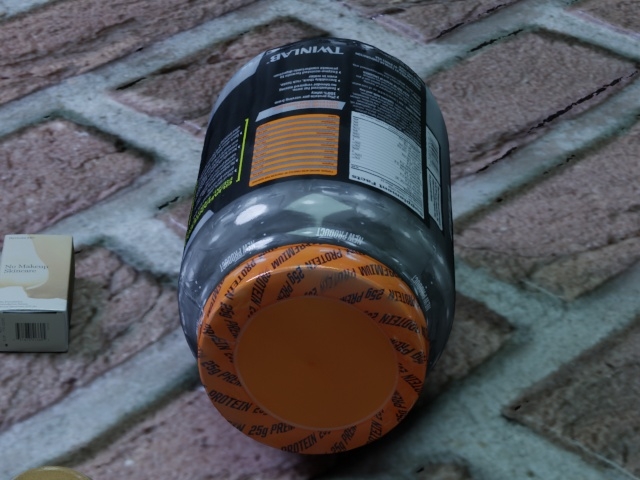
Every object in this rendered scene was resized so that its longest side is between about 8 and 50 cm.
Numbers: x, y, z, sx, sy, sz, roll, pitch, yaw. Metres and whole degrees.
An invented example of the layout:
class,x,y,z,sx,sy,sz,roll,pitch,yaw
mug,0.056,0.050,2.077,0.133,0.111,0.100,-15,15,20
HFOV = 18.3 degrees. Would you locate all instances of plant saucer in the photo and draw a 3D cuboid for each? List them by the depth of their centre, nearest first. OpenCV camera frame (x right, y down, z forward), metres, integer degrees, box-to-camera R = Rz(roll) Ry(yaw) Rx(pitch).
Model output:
class,x,y,z,sx,sy,sz,roll,pitch,yaw
plant saucer,-0.190,0.182,1.394,0.083,0.015,0.083,2,32,-1

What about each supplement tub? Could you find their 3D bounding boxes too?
class,x,y,z,sx,sy,sz,roll,pitch,yaw
supplement tub,0.000,0.000,1.529,0.207,0.207,0.338,4,32,1

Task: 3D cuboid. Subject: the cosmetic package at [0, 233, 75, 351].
class,x,y,z,sx,sy,sz,roll,pitch,yaw
cosmetic package,-0.230,0.041,1.598,0.060,0.041,0.115,0,32,-5
